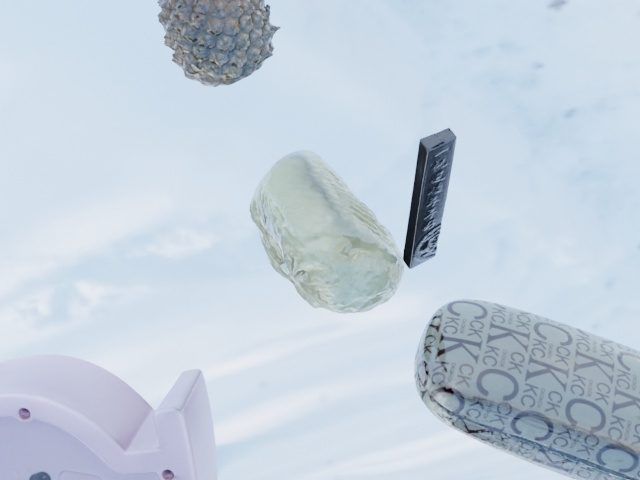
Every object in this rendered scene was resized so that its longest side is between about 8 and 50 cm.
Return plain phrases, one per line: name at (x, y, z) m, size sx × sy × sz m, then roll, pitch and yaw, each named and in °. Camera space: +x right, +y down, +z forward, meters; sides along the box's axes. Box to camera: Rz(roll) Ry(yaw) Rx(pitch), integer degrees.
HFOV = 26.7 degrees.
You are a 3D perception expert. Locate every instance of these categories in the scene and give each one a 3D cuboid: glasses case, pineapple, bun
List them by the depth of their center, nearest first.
pineapple at (-0.075, -0.169, 0.811) m, size 0.074 × 0.074 × 0.159 m, roll -11°, pitch 134°, yaw 4°
glasses case at (0.256, 0.157, 1.243) m, size 0.354 × 0.137 × 0.085 m, roll 20°, pitch 132°, yaw -2°
bun at (0.000, 0.000, 1.285) m, size 0.111 × 0.188 × 0.164 m, roll -40°, pitch 144°, yaw 5°

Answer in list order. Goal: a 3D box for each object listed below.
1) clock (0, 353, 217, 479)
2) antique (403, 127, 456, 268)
clock at (-0.214, 0.218, 0.924) m, size 0.275 × 0.290 × 0.080 m, roll 6°, pitch -163°, yaw 6°
antique at (0.094, -0.033, 1.167) m, size 0.031 × 0.015 × 0.192 m, roll -25°, pitch 153°, yaw -15°
